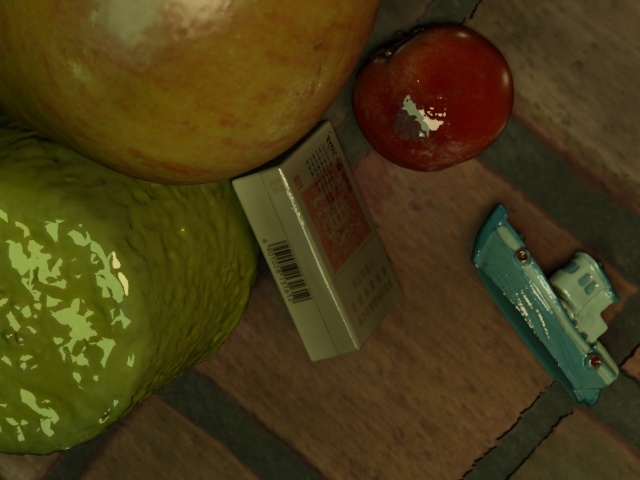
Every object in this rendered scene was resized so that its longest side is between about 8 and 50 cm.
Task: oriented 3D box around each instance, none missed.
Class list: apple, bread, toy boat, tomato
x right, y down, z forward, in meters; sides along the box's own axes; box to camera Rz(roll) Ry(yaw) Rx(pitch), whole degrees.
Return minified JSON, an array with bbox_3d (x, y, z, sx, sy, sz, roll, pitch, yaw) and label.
[{"bbox_3d":[-0.143,-0.246,1.503,0.400,0.333,0.400,-8,80,53],"label":"apple"},{"bbox_3d":[-0.262,0.030,1.706,0.348,0.308,0.348,7,113,18],"label":"bread"},{"bbox_3d":[0.231,0.053,1.702,0.102,0.088,0.215,-39,97,-8],"label":"toy boat"},{"bbox_3d":[0.101,-0.128,1.651,0.159,0.091,0.139,-24,104,22],"label":"tomato"}]

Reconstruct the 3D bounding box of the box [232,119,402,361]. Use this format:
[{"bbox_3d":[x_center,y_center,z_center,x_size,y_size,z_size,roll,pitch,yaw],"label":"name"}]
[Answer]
[{"bbox_3d":[0.000,0.000,1.707,0.058,0.141,0.201,-17,104,28],"label":"box"}]
